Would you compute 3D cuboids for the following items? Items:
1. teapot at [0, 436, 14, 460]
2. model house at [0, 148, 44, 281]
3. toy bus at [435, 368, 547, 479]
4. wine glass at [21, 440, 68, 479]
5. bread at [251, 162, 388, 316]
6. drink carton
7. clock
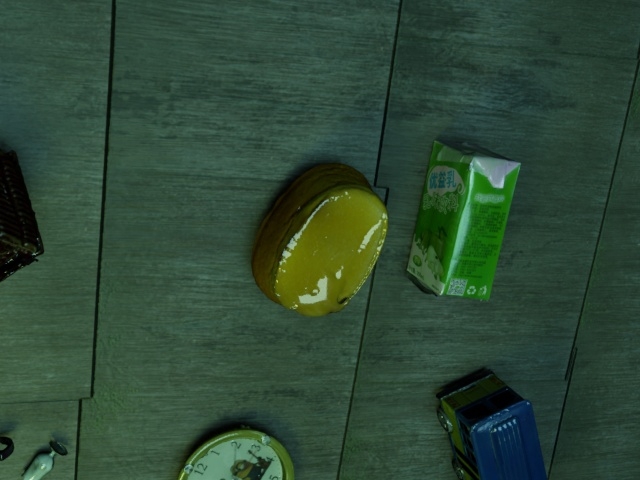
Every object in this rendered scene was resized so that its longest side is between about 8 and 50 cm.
[{"bbox_3d":[-0.591,0.356,1.479,0.177,0.096,0.087,-9,110,-19],"label":"teapot"},{"bbox_3d":[-0.573,-0.062,1.315,0.282,0.297,0.317,-19,75,-24],"label":"model house"},{"bbox_3d":[0.347,0.425,1.816,0.138,0.175,0.288,-23,114,-14],"label":"toy bus"},{"bbox_3d":[-0.477,0.387,1.567,0.039,0.042,0.083,41,93,11],"label":"wine glass"},{"bbox_3d":[0.000,0.000,1.563,0.195,0.142,0.270,29,97,-28],"label":"bread"},{"bbox_3d":[0.253,-0.034,1.638,0.108,0.161,0.271,4,105,-22],"label":"drink carton"},{"bbox_3d":[-0.164,0.452,1.696,0.236,0.057,0.237,-6,107,-20],"label":"clock"}]
